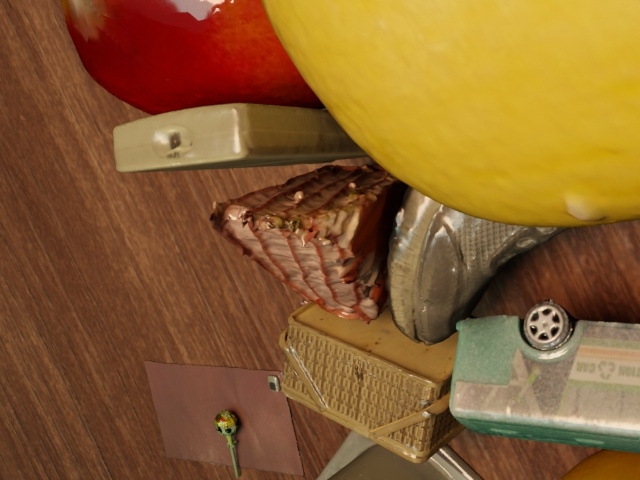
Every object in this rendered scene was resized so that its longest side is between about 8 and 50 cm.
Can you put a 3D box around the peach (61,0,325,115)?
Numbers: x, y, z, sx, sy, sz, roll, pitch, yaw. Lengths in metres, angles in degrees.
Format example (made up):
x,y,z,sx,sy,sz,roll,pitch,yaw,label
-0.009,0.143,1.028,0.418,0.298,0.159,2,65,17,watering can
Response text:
x,y,z,sx,sy,sz,roll,pitch,yaw,label
-0.035,-0.226,1.055,0.338,0.281,0.281,-13,103,7,peach

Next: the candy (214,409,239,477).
x,y,z,sx,sy,sz,roll,pitch,yaw,label
-0.088,0.205,1.368,0.025,0.023,0.083,2,120,21,candy

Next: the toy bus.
x,y,z,sx,sy,sz,roll,pitch,yaw,label
0.224,0.102,0.988,0.262,0.091,0.109,2,72,33,toy bus

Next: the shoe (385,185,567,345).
x,y,z,sx,sy,sz,roll,pitch,yaw,label
0.167,-0.050,1.005,0.171,0.132,0.336,25,120,17,shoe

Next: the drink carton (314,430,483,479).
x,y,z,sx,sy,sz,roll,pitch,yaw,label
0.039,0.277,1.198,0.191,0.190,0.185,44,124,14,drink carton

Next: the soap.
x,y,z,sx,sy,sz,roll,pitch,yaw,label
0.117,-0.134,0.771,0.306,0.115,0.427,51,153,-22,soap

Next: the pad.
x,y,z,sx,sy,sz,roll,pitch,yaw,label
-0.101,0.178,1.380,0.188,0.006,0.113,1,110,38,pad

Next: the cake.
x,y,z,sx,sy,sz,roll,pitch,yaw,label
0.006,0.002,1.036,0.098,0.287,0.135,19,98,21,cake

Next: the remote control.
x,y,z,sx,sy,sz,roll,pitch,yaw,label
-0.019,-0.077,1.021,0.123,0.285,0.038,-5,92,36,remote control

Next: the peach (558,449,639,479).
x,y,z,sx,sy,sz,roll,pitch,yaw,label
0.271,0.270,1.041,0.251,0.153,0.251,29,136,34,peach

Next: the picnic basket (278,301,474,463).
x,y,z,sx,sy,sz,roll,pitch,yaw,label
0.057,0.103,1.151,0.164,0.115,0.079,23,124,29,picnic basket
